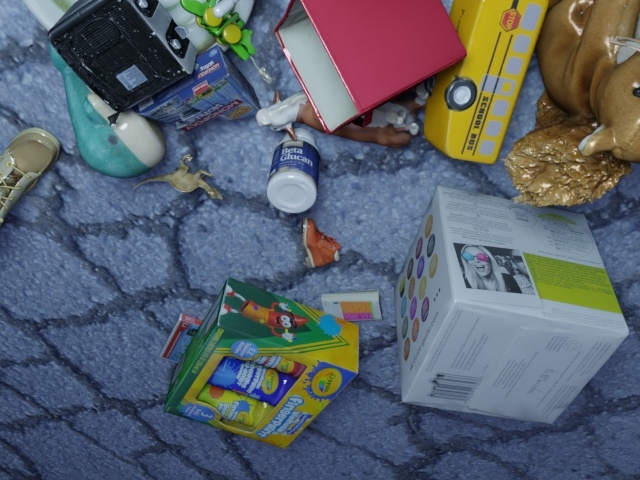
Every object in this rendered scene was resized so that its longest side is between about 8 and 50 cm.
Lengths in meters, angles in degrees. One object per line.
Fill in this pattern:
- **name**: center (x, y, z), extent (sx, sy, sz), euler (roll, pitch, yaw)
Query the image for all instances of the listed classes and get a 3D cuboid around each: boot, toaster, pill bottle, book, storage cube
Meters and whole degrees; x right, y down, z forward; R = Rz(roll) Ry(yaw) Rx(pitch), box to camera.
- **boot**: center (-0.646, -0.103, 1.304), extent (0.262, 0.203, 0.095), euler (-27, 127, 30)
- **toaster**: center (-0.308, -0.305, 1.000), extent (0.186, 0.110, 0.168), euler (-22, 128, 24)
- **pill bottle**: center (-0.048, -0.141, 1.232), extent (0.094, 0.169, 0.094), euler (2, 134, 2)
- **book**: center (0.080, 0.170, 1.621), extent (0.144, 0.035, 0.096), euler (-3, 137, 9)
- **boot**: center (0.000, 0.000, 1.449), extent (0.085, 0.059, 0.158), euler (-6, 142, 8)
- **storage cube**: center (0.069, -0.297, 0.971), extent (0.193, 0.184, 0.215), euler (-31, 97, -12)

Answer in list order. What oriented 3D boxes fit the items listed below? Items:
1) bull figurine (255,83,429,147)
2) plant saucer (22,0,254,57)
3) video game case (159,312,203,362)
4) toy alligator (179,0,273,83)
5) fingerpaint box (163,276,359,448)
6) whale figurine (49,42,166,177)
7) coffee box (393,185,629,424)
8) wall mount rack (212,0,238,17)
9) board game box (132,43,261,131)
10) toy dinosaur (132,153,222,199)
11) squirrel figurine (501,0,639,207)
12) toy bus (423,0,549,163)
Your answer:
- **bull figurine**: center (0.043, -0.236, 1.157), extent (0.310, 0.101, 0.188), euler (6, 173, -10)
- **plant saucer**: center (-0.291, -0.454, 0.999), extent (0.401, 0.100, 0.400), euler (3, 134, 3)
- **video game case**: center (-0.288, 0.312, 1.800), extent (0.285, 0.025, 0.204), euler (21, 133, -15)
- **toy alligator**: center (-0.134, -0.327, 1.007), extent (0.190, 0.056, 0.051), euler (37, 86, -28)
- **fingerpaint box**: center (-0.163, 0.344, 1.687), extent (0.371, 0.163, 0.445), euler (23, 131, -16)
- **whale figurine**: center (-0.403, -0.231, 1.157), extent (0.141, 0.216, 0.272), euler (-36, 103, 3)
- **coffee box**: center (0.365, 0.137, 1.347), extent (0.338, 0.334, 0.337), euler (10, 133, -7)
- **wall mount rack**: center (-0.048, -0.476, 0.884), extent (0.304, 0.130, 0.350), euler (-22, 133, -8)
- **board game box**: center (-0.199, -0.249, 1.137), extent (0.194, 0.060, 0.194), euler (-24, 169, 21)
- **toy dinosaur**: center (-0.287, -0.131, 1.319), extent (0.183, 0.092, 0.053), euler (9, 134, -4)
- **squirrel figurine**: center (0.457, -0.203, 0.979), extent (0.281, 0.370, 0.397), euler (11, 134, -5)
- **toy bus**: center (0.260, -0.299, 1.022), extent (0.130, 0.108, 0.332), euler (6, 113, -16)
